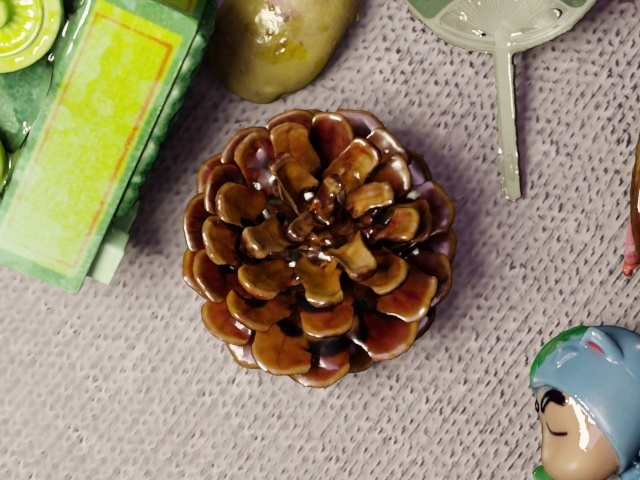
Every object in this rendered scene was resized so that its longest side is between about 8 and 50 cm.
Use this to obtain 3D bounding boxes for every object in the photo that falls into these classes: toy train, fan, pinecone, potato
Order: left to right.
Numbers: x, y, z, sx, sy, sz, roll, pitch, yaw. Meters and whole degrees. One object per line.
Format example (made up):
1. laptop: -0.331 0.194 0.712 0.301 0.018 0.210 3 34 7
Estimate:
1. toy train: -0.190 -0.103 0.890 0.188 0.159 0.271 24 110 -11
2. potato: -0.025 -0.167 0.963 0.092 0.070 0.138 34 92 -10
3. pinecone: 0.000 0.000 0.890 0.208 0.208 0.207 -1 85 6
4. fan: 0.108 -0.205 0.943 0.223 0.012 0.294 34 122 26

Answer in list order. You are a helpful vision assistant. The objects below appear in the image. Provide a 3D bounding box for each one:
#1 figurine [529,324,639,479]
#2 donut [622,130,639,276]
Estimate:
1. figurine: 0.213 0.148 0.898 0.178 0.114 0.144 37 92 0
2. donut: 0.363 0.011 0.876 0.345 0.136 0.259 32 91 9
